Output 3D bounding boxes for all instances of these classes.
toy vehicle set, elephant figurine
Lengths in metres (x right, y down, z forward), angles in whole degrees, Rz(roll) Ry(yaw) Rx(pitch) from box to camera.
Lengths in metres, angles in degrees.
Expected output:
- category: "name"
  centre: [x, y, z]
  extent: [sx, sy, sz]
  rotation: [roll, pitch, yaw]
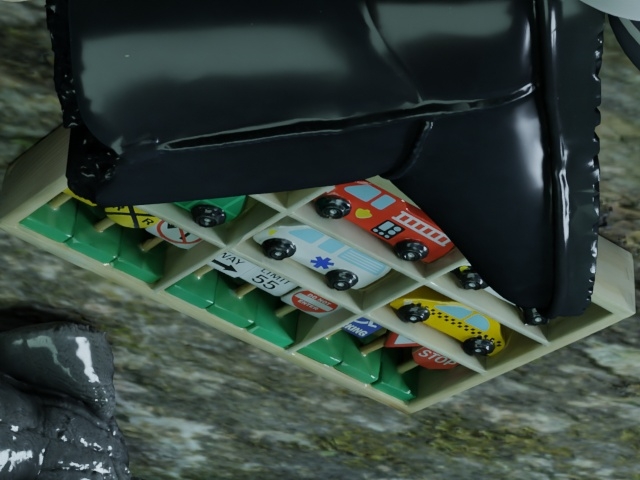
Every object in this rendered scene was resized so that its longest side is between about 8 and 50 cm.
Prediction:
- category: "toy vehicle set"
  centre: [0.000, 0.000, 0.885]
  extent: [0.267, 0.035, 0.166]
  rotation: [26, 142, -30]
- category: "elephant figurine"
  centre: [-0.176, 0.117, 1.019]
  extent: [0.239, 0.186, 0.169]
  rotation: [4, 106, -18]

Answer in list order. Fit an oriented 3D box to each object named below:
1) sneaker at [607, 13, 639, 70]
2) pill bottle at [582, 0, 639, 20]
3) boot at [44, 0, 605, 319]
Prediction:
- category: "sneaker"
  centre: [0.228, -0.016, 0.721]
  extent: [0.321, 0.126, 0.127]
  rotation: [22, 128, -20]
- category: "pill bottle"
  centre: [0.118, -0.162, 0.535]
  extent: [0.117, 0.117, 0.215]
  rotation: [6, 148, -2]
- category: "boot"
  centre: [0.006, -0.045, 0.735]
  extent: [0.207, 0.094, 0.246]
  rotation: [-6, 147, 4]
